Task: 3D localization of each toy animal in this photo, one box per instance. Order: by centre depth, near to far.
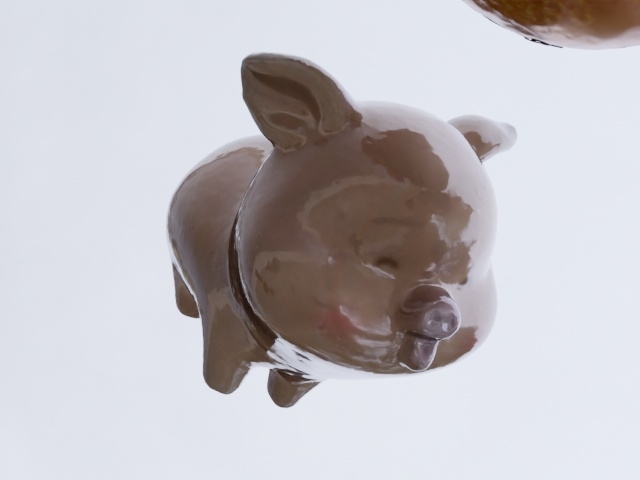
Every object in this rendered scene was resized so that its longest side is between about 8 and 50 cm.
[{"bbox_3d":[0.000,0.000,0.753,0.326,0.237,0.269,43,-63,53],"label":"toy animal"}]

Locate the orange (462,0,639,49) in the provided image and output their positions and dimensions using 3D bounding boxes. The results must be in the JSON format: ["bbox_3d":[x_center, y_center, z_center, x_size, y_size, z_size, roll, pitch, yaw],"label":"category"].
[{"bbox_3d":[0.161,-0.231,0.554,0.246,0.246,0.246,1,-89,55],"label":"orange"}]
